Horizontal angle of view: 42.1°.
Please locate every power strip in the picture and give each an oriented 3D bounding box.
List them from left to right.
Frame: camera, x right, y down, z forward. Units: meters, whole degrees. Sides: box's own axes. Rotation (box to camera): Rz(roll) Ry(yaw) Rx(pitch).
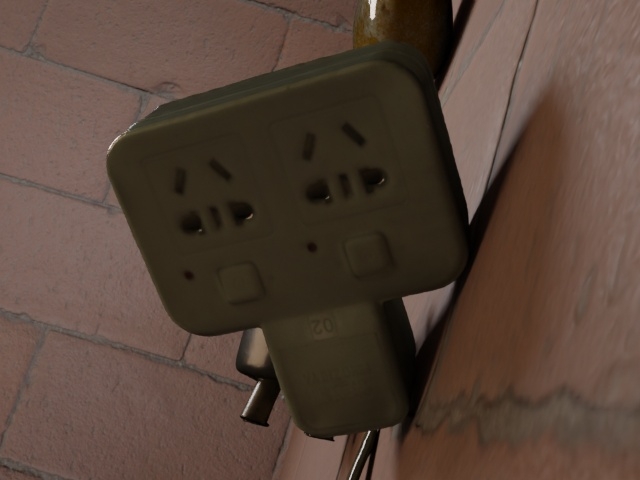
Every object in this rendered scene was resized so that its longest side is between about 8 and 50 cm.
[{"bbox_3d":[0.000,0.000,0.630,0.141,0.229,0.261,-64,-42,-63],"label":"power strip"}]

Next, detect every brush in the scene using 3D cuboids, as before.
[{"bbox_3d":[0.022,0.238,0.698,0.034,0.028,0.190,113,-177,-48],"label":"brush"}]

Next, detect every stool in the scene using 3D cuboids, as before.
[{"bbox_3d":[-0.008,0.160,0.981,0.228,0.153,0.139,28,-110,-47],"label":"stool"}]

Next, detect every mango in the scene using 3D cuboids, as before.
[{"bbox_3d":[0.123,-0.337,1.188,0.316,0.146,0.192,95,-179,-53],"label":"mango"}]
